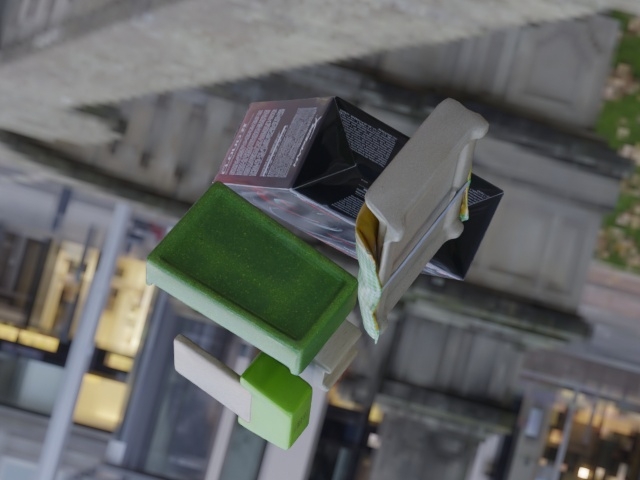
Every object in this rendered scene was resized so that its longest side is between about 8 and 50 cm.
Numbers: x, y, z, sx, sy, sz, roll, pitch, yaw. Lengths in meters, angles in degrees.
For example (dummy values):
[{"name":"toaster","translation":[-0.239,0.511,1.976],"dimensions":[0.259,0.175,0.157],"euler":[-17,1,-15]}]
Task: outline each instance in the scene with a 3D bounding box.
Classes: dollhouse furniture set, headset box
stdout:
[{"name":"dollhouse furniture set","translation":[0.000,0.000,1.445],"dimensions":[0.151,0.301,0.197],"euler":[32,152,15]},{"name":"headset box","translation":[0.029,-0.058,1.791],"dimensions":[0.218,0.110,0.293],"euler":[28,173,-21]}]
